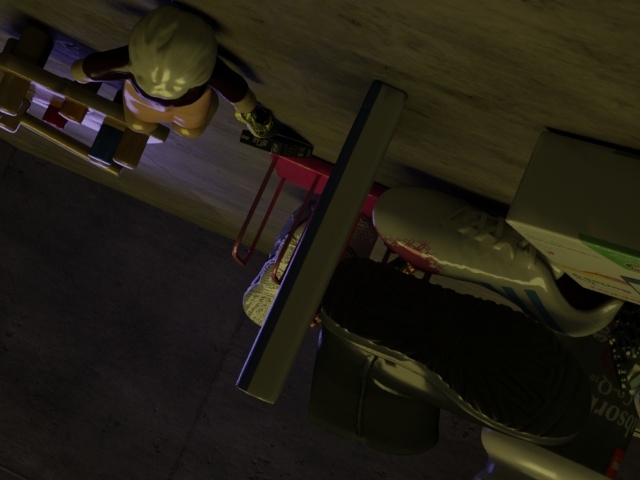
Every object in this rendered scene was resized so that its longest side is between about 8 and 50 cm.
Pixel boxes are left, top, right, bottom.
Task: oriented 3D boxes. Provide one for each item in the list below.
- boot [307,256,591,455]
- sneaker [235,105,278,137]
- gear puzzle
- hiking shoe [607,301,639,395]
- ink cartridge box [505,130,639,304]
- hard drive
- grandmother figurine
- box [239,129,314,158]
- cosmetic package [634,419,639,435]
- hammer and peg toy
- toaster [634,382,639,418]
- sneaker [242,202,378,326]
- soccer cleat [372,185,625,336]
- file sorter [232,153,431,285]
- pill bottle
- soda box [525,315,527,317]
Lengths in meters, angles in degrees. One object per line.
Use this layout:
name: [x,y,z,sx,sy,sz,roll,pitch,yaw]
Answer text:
boot: [0.153,0.220,1.589,0.367,0.146,0.445,30,153,12]
sneaker: [-0.075,-0.151,1.472,0.035,0.031,0.083,14,172,36]
gear puzzle: [0.070,0.093,1.946,0.044,0.339,0.175,58,142,7]
hiking shoe: [0.452,0.111,1.502,0.132,0.113,0.304,-13,157,5]
ink cartridge box: [0.286,-0.005,1.043,0.154,0.093,0.212,19,174,35]
hard drive: [0.001,0.009,1.181,0.040,0.319,0.210,24,174,2]
grandmother figurine: [-0.173,-0.185,1.288,0.208,0.104,0.342,-3,176,-11]
box: [-0.058,-0.129,1.549,0.067,0.018,0.083,21,-169,28]
cosmetic package: [0.537,0.260,2.097,0.113,0.160,0.309,25,173,-3]
hammer and peg toy: [-0.377,-0.205,1.734,0.266,0.127,0.361,24,175,-21]
toaster: [0.494,0.197,1.420,0.227,0.146,0.129,14,-137,-27]
sneaker: [0.000,0.000,2.031,0.137,0.210,0.366,35,136,-9]
soccer cleat: [0.229,0.007,1.420,0.331,0.116,0.143,26,152,-7]
file sorter: [0.033,0.008,1.720,0.290,0.182,0.202,24,175,4]
pill bottle: [0.369,0.259,1.737,0.210,0.363,0.210,23,175,2]
soda box: [0.431,0.144,1.939,0.058,0.061,0.181,29,172,-36]
